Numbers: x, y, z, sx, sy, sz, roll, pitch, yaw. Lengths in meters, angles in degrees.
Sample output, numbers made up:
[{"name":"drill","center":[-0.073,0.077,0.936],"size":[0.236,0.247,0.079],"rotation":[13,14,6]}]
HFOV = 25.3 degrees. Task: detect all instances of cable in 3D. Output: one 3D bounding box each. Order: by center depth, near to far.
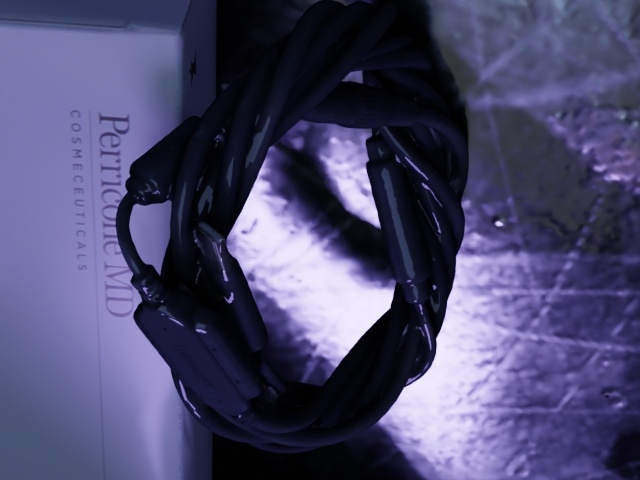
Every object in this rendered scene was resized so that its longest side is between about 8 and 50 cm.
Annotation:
[{"name":"cable","center":[0.000,0.000,0.517],"size":[0.047,0.150,0.184],"rotation":[20,156,35]}]

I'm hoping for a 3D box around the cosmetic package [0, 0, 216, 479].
[{"name":"cosmetic package","center":[-0.188,0.058,0.585],"size":[0.285,0.097,0.377],"rotation":[6,123,3]}]
